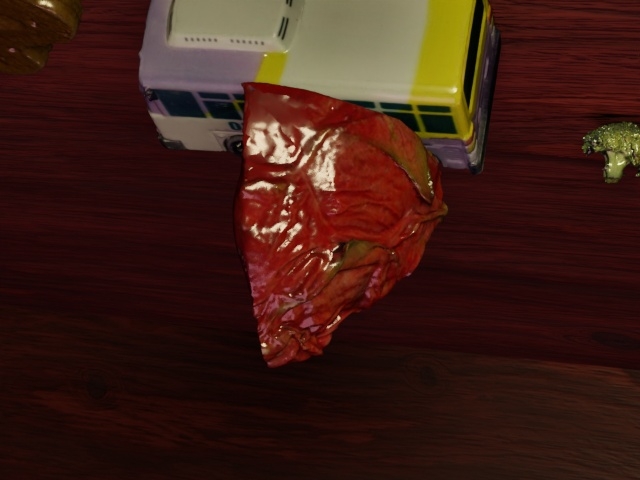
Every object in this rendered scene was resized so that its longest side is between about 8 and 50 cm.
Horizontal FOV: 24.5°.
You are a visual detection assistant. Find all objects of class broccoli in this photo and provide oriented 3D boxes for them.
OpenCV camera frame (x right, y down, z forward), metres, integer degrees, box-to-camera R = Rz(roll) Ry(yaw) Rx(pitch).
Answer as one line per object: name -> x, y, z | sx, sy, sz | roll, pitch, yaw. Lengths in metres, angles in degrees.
broccoli -> 0.427, -0.126, 2.104 | 0.095, 0.092, 0.097 | 16, -176, 28

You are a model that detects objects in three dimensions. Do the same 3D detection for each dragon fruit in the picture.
dragon fruit -> 0.000, 0.000, 1.804 | 0.302, 0.330, 0.240 | 13, 179, -14

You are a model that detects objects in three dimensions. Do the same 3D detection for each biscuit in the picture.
biscuit -> -0.513, -0.339, 2.050 | 0.381, 0.074, 0.359 | 7, 161, 7

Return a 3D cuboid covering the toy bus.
toy bus -> -0.011, -0.228, 1.860 | 0.440, 0.209, 0.249 | 5, 159, 15
